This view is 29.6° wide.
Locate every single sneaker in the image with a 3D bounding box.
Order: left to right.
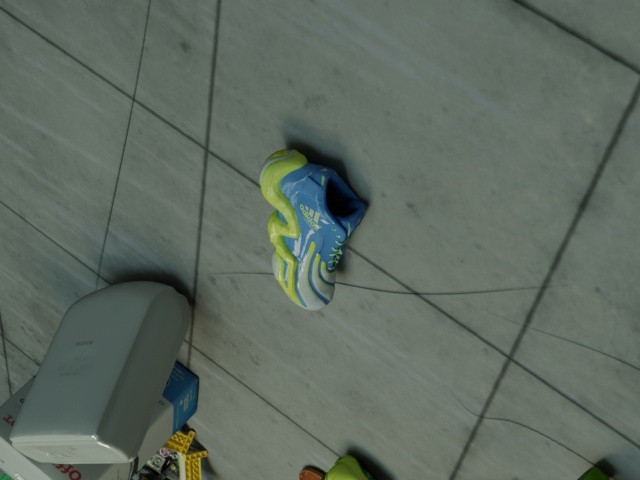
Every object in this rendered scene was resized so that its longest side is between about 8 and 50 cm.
[{"bbox_3d":[0.000,0.000,1.542,0.126,0.091,0.240,14,134,39],"label":"sneaker"},{"bbox_3d":[0.050,0.474,1.977,0.123,0.109,0.295,33,145,26],"label":"sneaker"}]

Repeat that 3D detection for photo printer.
[{"bbox_3d":[-0.346,0.204,1.949,0.256,0.307,0.107,-9,140,43],"label":"photo printer"}]

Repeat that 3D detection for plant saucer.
[{"bbox_3d":[-0.001,0.418,2.060,0.083,0.013,0.083,30,144,24],"label":"plant saucer"}]

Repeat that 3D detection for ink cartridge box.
[{"bbox_3d":[-0.396,0.307,2.108,0.223,0.307,0.129,35,146,15],"label":"ink cartridge box"}]

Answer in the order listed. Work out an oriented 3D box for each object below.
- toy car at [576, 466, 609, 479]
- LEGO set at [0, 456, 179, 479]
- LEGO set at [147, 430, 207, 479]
[{"bbox_3d":[0.339,0.404,1.555,0.155,0.149,0.188,45,152,9],"label":"toy car"},{"bbox_3d":[-0.453,0.481,2.437,0.331,0.192,0.255,31,108,13],"label":"LEGO set"},{"bbox_3d":[-0.295,0.414,2.292,0.107,0.132,0.287,9,139,54],"label":"LEGO set"}]
